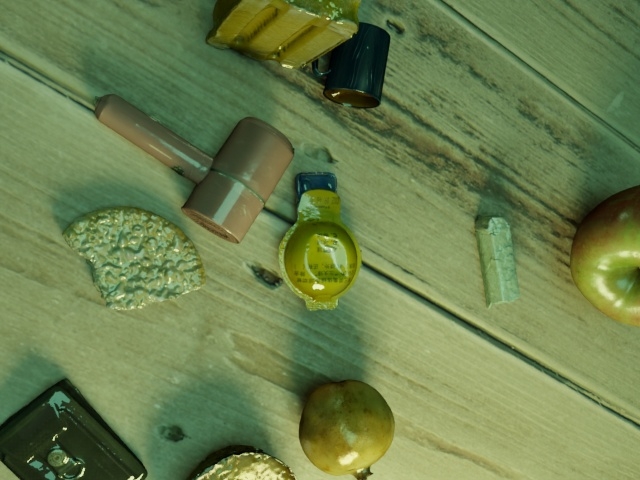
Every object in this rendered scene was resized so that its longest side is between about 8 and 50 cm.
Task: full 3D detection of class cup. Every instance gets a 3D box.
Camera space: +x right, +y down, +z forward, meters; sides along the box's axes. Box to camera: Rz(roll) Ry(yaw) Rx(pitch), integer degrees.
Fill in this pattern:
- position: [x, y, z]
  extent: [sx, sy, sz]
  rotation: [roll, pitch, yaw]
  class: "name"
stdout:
- position: [0.062, -0.346, 1.357]
  extent: [0.150, 0.113, 0.138]
  rotation: [16, 82, -44]
  class: "cup"

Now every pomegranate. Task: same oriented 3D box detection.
- position: [0.054, 0.367, 1.335]
  extent: [0.196, 0.196, 0.196]
  rotation: [0, 91, -21]
  class: "pomegranate"

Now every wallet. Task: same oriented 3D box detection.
- position: [-0.434, 0.379, 1.219]
  extent: [0.169, 0.052, 0.245]
  rotation: [-40, 106, -12]
  class: "wallet"

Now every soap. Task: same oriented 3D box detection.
- position: [-0.070, -0.388, 1.207]
  extent: [0.199, 0.315, 0.091]
  rotation: [10, 87, -19]
  class: "soap"

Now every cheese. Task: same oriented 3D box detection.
- position: [0.000, 0.000, 1.368]
  extent: [0.177, 0.069, 0.270]
  rotation: [-2, 88, -22]
  class: "cheese"

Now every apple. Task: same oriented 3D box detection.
- position: [0.722, 0.025, 1.526]
  extent: [0.277, 0.319, 0.319]
  rotation: [-43, 107, -45]
  class: "apple"

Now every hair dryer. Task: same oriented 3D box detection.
- position: [-0.239, -0.173, 1.258]
  extent: [0.352, 0.125, 0.210]
  rotation: [33, 78, -11]
  class: "hair dryer"

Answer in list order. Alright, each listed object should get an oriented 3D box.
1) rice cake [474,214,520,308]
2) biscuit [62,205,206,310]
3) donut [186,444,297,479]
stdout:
- position: [0.382, 0.043, 1.515]
  extent: [0.063, 0.069, 0.206]
  rotation: [-12, 94, -21]
  class: "rice cake"
- position: [-0.332, 0.038, 1.256]
  extent: [0.265, 0.040, 0.188]
  rotation: [28, 81, -18]
  class: "biscuit"
- position: [-0.149, 0.506, 1.302]
  extent: [0.272, 0.107, 0.272]
  rotation: [-2, 96, -19]
  class: "donut"
